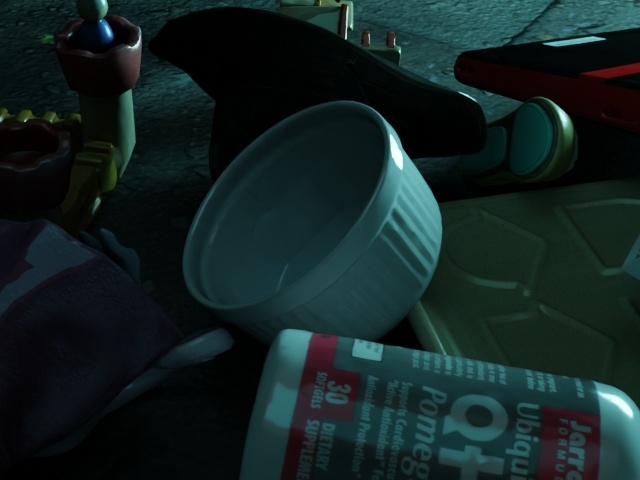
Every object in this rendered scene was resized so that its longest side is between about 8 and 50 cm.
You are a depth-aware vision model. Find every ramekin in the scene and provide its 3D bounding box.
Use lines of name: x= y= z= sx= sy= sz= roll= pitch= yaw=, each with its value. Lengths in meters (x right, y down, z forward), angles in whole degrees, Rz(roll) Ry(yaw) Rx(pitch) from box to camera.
ramekin: x=0.000 y=0.000 z=1.121 sx=0.207 sy=0.109 sz=0.207 roll=-28 pitch=38 yaw=24

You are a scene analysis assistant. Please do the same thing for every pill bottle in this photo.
pill bottle: x=0.110 y=0.169 z=0.907 sx=0.318 sy=0.176 sz=0.176 roll=10 pitch=35 yaw=3

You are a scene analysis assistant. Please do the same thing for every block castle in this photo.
block castle: x=-0.417 y=-0.118 z=1.309 sx=0.453 sy=0.213 sz=0.303 roll=6 pitch=35 yaw=8

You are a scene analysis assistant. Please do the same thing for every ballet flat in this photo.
ballet flat: x=0.203 y=-0.090 z=1.314 sx=0.073 sy=0.080 sz=0.232 roll=6 pitch=0 yaw=-14

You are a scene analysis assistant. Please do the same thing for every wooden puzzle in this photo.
wooden puzzle: x=0.229 y=0.062 z=1.169 sx=0.348 sy=0.080 sz=0.322 roll=-4 pitch=34 yaw=-14

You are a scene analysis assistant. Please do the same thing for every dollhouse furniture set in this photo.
dollhouse furniture set: x=0.020 y=-0.308 z=1.577 sx=0.135 sy=0.262 sz=0.259 roll=1 pitch=68 yaw=-1

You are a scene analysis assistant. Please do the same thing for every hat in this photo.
hat: x=-0.015 y=-0.087 z=1.296 sx=0.331 sy=0.331 sz=0.134 roll=13 pitch=78 yaw=18

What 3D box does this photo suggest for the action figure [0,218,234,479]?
action figure: x=-0.269 y=0.158 z=0.992 sx=0.275 sy=0.248 sz=0.370 roll=37 pitch=45 yaw=-20

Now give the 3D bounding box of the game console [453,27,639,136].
game console: x=0.375 y=-0.156 z=1.412 sx=0.342 sy=0.060 sz=0.386 roll=17 pitch=21 yaw=38

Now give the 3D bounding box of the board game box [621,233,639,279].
board game box: x=0.381 y=0.015 z=1.137 sx=0.193 sy=0.053 sz=0.305 roll=33 pitch=26 yaw=17
